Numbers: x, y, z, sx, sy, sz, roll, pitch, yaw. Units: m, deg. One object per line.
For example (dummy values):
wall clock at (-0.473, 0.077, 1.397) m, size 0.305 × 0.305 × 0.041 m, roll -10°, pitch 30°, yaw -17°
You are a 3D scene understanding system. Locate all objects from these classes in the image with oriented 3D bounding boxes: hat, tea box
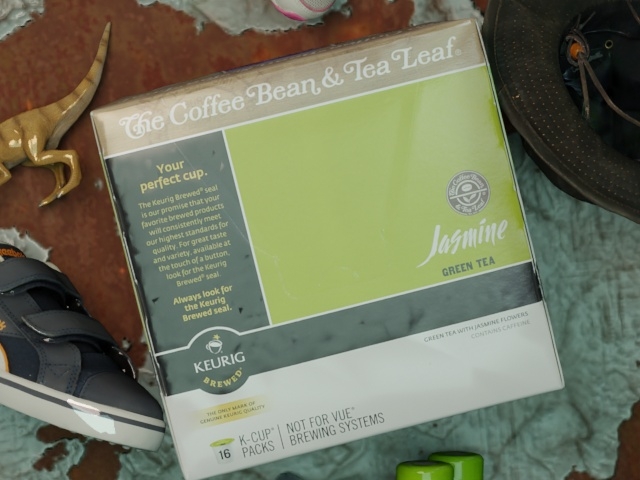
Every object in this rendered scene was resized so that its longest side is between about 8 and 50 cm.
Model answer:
hat at (0.274, -0.111, 1.743) m, size 0.331 × 0.134 × 0.331 m, roll 10°, pitch 55°, yaw -15°
tea box at (0.000, 0.000, 1.705) m, size 0.329 × 0.220 × 0.323 m, roll -13°, pitch 96°, yaw -3°

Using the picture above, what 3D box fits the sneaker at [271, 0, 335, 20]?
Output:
sneaker at (0.030, -0.307, 1.721) m, size 0.103 × 0.111 × 0.252 m, roll 18°, pitch 95°, yaw -46°

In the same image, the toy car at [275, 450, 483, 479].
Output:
toy car at (0.044, 0.270, 1.796) m, size 0.188 × 0.149 × 0.155 m, roll 1°, pitch 91°, yaw 24°

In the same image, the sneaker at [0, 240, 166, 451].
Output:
sneaker at (-0.253, 0.076, 1.681) m, size 0.321 × 0.126 × 0.127 m, roll 20°, pitch 87°, yaw 30°

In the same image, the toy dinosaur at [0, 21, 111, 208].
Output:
toy dinosaur at (-0.249, -0.093, 1.758) m, size 0.211 × 0.064 × 0.112 m, roll -31°, pitch 95°, yaw -2°
